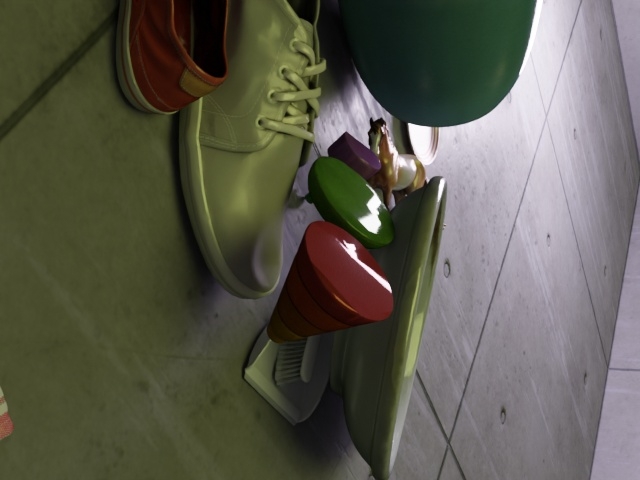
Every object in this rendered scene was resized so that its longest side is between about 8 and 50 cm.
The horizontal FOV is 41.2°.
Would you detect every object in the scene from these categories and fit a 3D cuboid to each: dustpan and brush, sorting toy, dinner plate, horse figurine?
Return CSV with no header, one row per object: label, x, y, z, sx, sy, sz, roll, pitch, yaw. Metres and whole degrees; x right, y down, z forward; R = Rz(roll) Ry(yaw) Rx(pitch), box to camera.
dustpan and brush,-0.009,0.109,1.069,0.147,0.060,0.211,54,44,-44
sorting toy,0.000,0.000,0.973,0.127,0.126,0.366,39,26,-17
dinner plate,0.171,-0.198,1.443,0.141,0.017,0.141,2,87,-60
horse figurine,0.115,-0.077,1.294,0.263,0.066,0.175,10,86,-57

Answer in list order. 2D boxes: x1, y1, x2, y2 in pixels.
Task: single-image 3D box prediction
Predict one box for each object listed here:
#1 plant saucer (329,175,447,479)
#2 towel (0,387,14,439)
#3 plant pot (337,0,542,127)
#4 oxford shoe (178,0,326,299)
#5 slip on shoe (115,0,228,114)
plant saucer,0.084,0.106,1.123,0.400,0.100,0.401,11,90,-79
towel,-0.298,0.084,0.598,0.144,0.029,0.197,-38,121,-56
plant pot,0.167,-0.303,1.193,0.293,0.292,0.235,-60,152,-43
oxford shoe,-0.061,-0.160,0.928,0.169,0.130,0.450,4,88,-65
slip on shoe,-0.135,-0.291,0.830,0.123,0.101,0.332,6,82,-58
